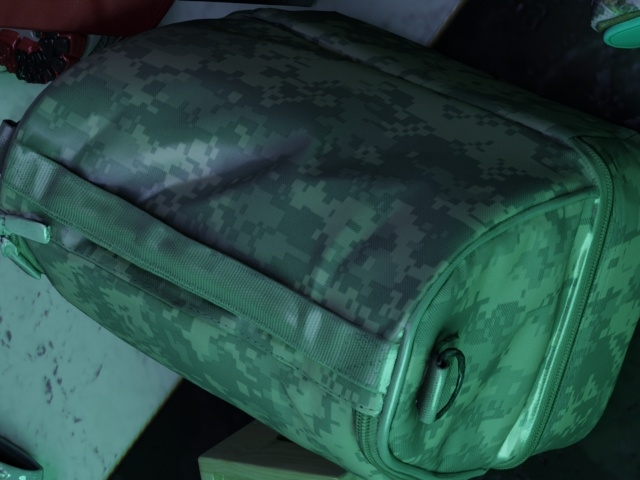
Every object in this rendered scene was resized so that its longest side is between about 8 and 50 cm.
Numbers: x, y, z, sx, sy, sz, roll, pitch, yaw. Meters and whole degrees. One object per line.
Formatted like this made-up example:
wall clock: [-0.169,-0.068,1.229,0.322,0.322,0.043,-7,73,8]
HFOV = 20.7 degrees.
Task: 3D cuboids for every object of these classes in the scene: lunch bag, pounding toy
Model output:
lunch bag: [0.000,0.000,0.968,0.305,0.256,0.213,27,109,30]
pounding toy: [-0.009,0.160,1.098,0.141,0.100,0.130,3,110,37]

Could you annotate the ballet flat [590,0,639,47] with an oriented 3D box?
ballet flat: [0.238,-0.151,0.907,0.221,0.077,0.079,-4,84,38]

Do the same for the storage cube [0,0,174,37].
storage cube: [-0.159,-0.237,0.928,0.184,0.193,0.215,-50,62,29]

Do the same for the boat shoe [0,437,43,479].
boat shoe: [-0.291,0.137,1.297,0.227,0.079,0.081,32,102,23]

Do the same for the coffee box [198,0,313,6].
coffee box: [-0.030,-0.270,1.037,0.098,0.141,0.247,35,112,28]

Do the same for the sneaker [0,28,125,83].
sneaker: [-0.203,-0.154,1.209,0.225,0.092,0.088,17,124,47]
